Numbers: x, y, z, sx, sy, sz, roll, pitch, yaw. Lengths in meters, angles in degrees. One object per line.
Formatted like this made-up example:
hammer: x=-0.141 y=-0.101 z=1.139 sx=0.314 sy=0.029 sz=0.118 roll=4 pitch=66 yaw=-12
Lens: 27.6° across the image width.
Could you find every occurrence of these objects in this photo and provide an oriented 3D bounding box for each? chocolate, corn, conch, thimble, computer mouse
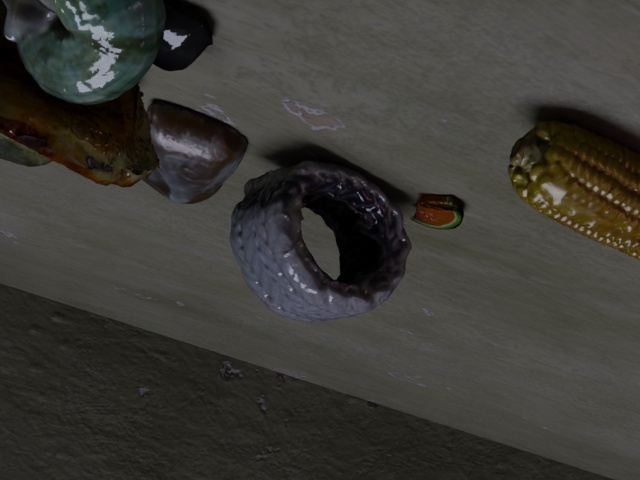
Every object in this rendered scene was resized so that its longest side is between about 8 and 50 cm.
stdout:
chocolate: x=-0.206 y=-0.113 z=1.938 sx=0.157 sy=0.080 sz=0.254 roll=21 pitch=163 yaw=-10
corn: x=0.378 y=-0.039 z=1.543 sx=0.363 sy=0.120 sz=0.120 roll=22 pitch=162 yaw=-19
conch: x=-0.269 y=-0.254 z=1.421 sx=0.220 sy=0.195 sz=0.277 roll=20 pitch=180 yaw=15
thimble: x=0.000 y=0.000 z=1.881 sx=0.245 sy=0.217 sz=0.157 roll=42 pitch=150 yaw=-20
computer mouse: x=-0.197 y=-0.241 z=1.573 sx=0.099 sy=0.057 sz=0.172 roll=34 pitch=158 yaw=-35

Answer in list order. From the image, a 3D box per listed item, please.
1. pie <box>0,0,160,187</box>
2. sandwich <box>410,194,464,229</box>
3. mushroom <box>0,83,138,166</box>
pie: x=-0.322 y=-0.192 z=1.551 sx=0.308 sy=0.308 sz=0.085 roll=25 pitch=127 yaw=-22
sandwich: x=0.172 y=-0.043 z=1.884 sx=0.069 sy=0.026 sz=0.101 roll=22 pitch=160 yaw=1
mushroom: x=-0.389 y=-0.191 z=1.738 sx=0.267 sy=0.164 sz=0.189 roll=25 pitch=162 yaw=-23
